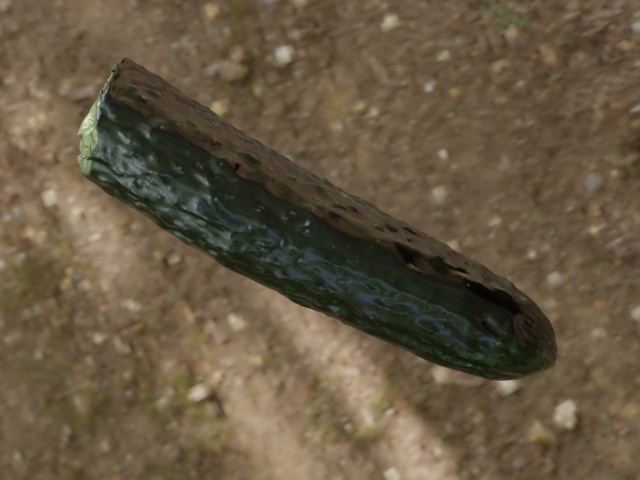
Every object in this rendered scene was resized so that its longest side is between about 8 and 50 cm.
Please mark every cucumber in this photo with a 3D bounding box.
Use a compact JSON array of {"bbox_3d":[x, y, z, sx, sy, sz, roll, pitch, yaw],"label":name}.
[{"bbox_3d":[0.000,0.000,0.700,0.215,0.058,0.052,30,113,-2],"label":"cucumber"}]
